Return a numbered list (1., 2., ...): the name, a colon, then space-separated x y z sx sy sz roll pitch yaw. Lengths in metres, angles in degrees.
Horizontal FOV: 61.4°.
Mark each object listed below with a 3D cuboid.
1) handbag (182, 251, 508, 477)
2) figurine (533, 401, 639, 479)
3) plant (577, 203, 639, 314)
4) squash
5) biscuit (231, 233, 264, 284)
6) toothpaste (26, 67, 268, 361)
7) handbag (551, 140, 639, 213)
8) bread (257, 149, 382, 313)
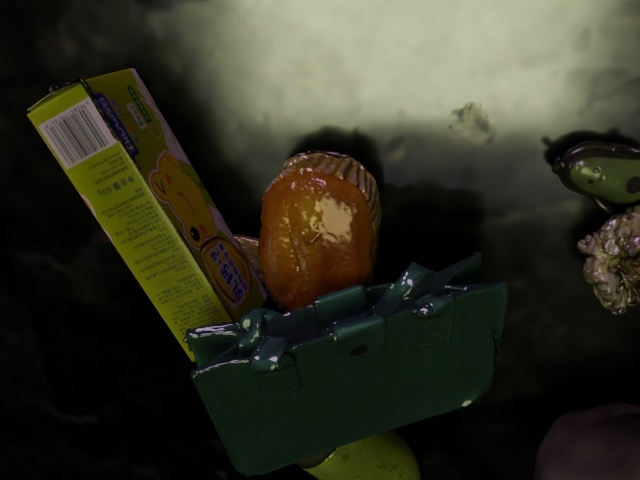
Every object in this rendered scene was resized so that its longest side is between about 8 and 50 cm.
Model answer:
1. handbag: 0.035 0.143 0.601 0.326 0.089 0.239 -14 137 -6
2. figurine: 0.389 0.250 0.625 0.203 0.248 0.381 23 108 2
3. plant: 0.335 0.028 0.558 0.104 0.122 0.117 -19 108 7
4. squash: 0.067 0.308 0.766 0.186 0.123 0.123 37 119 -17
5. biscuit: -0.124 0.020 0.687 0.147 0.018 0.071 10 118 5
6. toothpaste: -0.176 -0.027 0.601 0.077 0.110 0.328 -22 109 16
7. handbag: 0.290 -0.067 0.549 0.111 0.047 0.072 12 120 0
8. bread: 0.000 0.000 0.606 0.132 0.114 0.191 4 115 10
